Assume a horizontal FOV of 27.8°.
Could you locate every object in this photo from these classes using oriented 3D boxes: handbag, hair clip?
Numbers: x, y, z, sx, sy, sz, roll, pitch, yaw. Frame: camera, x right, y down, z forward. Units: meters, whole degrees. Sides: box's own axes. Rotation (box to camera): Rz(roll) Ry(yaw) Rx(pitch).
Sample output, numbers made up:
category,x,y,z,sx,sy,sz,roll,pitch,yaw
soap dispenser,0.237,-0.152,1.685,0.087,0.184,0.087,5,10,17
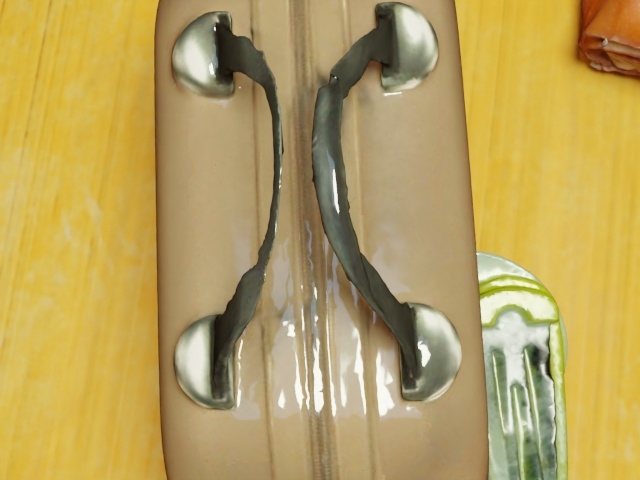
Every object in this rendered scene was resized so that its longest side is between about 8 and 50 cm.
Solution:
category,x,y,z,sx,sy,sz,roll,pitch,yaw
handbag,0.000,0.000,0.607,0.149,0.283,0.302,-1,76,1
hair clip,0.110,0.097,0.705,0.060,0.033,0.188,-3,74,0

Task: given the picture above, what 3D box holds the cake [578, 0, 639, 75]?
category,x,y,z,sx,sy,sz,roll,pitch,yaw
cake,0.257,-0.097,0.712,0.135,0.098,0.287,-46,73,0
